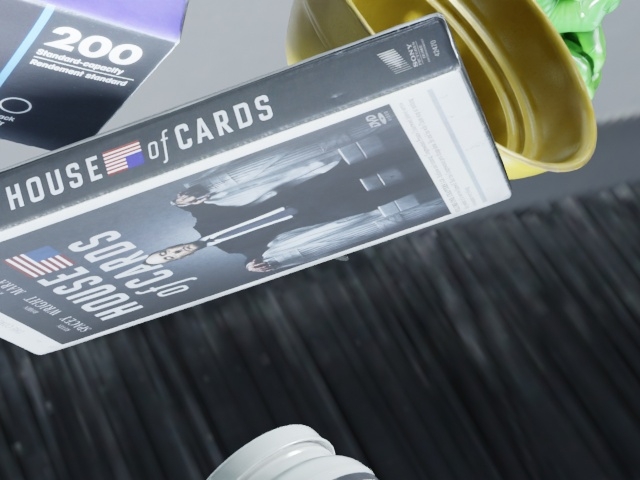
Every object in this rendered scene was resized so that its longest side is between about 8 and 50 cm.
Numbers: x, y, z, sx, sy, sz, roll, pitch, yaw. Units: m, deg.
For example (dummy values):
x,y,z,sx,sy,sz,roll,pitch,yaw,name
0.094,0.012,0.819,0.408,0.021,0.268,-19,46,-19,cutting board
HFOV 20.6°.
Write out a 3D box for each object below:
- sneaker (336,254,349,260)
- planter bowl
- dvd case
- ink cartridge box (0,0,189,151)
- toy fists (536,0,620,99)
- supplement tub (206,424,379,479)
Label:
x,y,z,sx,sy,sz,roll,pitch,yaw,name
0.000,0.000,2.304,0.188,0.067,0.078,-16,121,4,sneaker
0.047,-0.100,0.980,0.217,0.217,0.090,19,131,-40,planter bowl
-0.045,-0.014,0.736,0.239,0.029,0.179,-19,163,7,dvd case
-0.185,-0.127,0.942,0.206,0.045,0.208,13,149,-25,ink cartridge box
0.164,-0.179,1.367,0.142,0.096,0.279,-3,142,-8,toy fists
0.020,0.311,1.535,0.191,0.272,0.191,-33,148,-24,supplement tub
